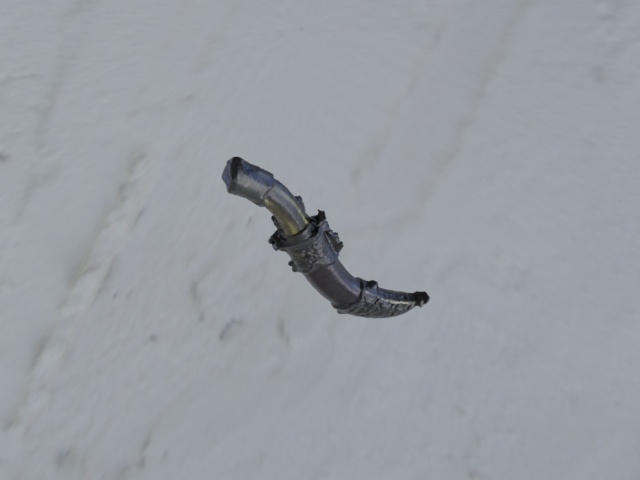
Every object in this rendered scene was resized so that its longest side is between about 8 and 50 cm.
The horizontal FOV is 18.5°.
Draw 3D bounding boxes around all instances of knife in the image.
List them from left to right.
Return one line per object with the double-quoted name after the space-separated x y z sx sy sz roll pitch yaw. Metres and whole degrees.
-0.005 0.003 1.096 0.045 0.222 0.021 -31 -124 15 "knife"
